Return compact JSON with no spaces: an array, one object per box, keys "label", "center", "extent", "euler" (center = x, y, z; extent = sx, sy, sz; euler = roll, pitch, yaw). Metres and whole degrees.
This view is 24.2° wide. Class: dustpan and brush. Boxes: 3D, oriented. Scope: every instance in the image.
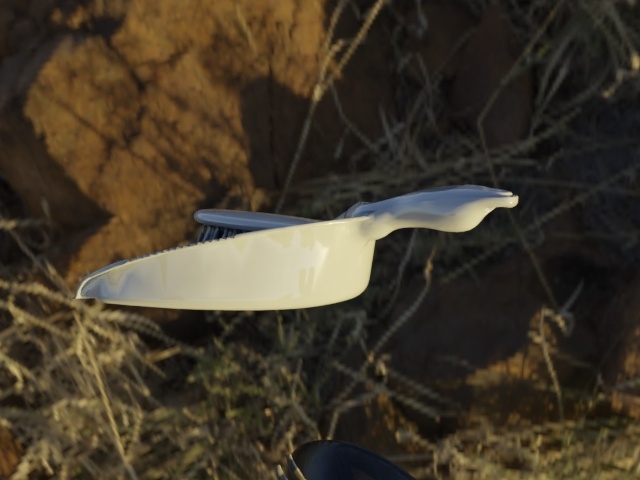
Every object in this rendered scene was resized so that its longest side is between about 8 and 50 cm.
[{"label":"dustpan and brush","center":[0.000,0.000,0.732],"extent":[0.211,0.147,0.060],"euler":[4,98,33]}]

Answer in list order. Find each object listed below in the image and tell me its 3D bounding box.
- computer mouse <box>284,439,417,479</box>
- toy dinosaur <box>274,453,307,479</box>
[{"label":"computer mouse","center":[0.078,0.247,1.127],"extent":[0.272,0.188,0.072],"euler":[27,42,16]},{"label":"toy dinosaur","center":[0.021,0.101,0.431],"extent":[0.082,0.090,0.047],"euler":[-35,24,-35]}]
